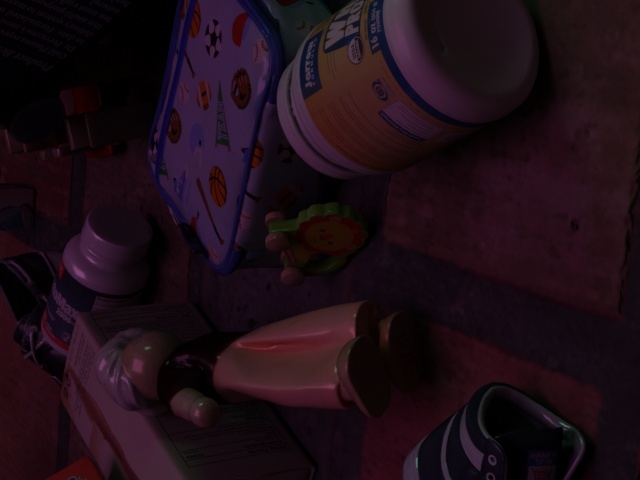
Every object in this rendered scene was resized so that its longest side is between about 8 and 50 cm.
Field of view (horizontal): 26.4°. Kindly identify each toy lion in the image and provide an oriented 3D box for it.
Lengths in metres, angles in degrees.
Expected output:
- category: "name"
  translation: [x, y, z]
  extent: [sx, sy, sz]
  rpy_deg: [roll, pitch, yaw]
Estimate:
- category: "toy lion"
  translation: [0.000, 0.000, 1.295]
  extent: [0.100, 0.096, 0.034]
  rpy_deg: [70, -164, -54]

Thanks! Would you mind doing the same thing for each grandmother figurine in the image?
- category: "grandmother figurine"
  translation: [-0.072, 0.115, 1.291]
  extent: [0.342, 0.208, 0.104]
  rpy_deg: [-5, 94, 35]

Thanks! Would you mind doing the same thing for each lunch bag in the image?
- category: "lunch bag"
  translation: [-0.083, -0.127, 1.360]
  extent: [0.243, 0.115, 0.303]
  rpy_deg: [54, 138, 38]

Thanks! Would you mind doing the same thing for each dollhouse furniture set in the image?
- category: "dollhouse furniture set"
  translation: [-0.303, -0.230, 1.714]
  extent: [0.262, 0.135, 0.259]
  rpy_deg: [2, 105, 56]

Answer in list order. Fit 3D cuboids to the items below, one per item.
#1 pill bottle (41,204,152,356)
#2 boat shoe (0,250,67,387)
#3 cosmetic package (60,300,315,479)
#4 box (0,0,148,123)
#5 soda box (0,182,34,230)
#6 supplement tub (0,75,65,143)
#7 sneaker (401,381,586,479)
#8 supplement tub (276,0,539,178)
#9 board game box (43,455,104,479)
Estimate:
- category: "pill bottle"
  translation: [-0.268, 0.050, 1.661]
  extent: [0.108, 0.108, 0.180]
  rpy_deg: [55, 134, 38]
- category: "boat shoe"
  translation: [-0.350, 0.125, 1.788]
  extent: [0.301, 0.102, 0.108]
  rpy_deg: [58, 136, 36]
- category: "cosmetic package"
  translation: [-0.151, 0.204, 1.462]
  extent: [0.296, 0.153, 0.129]
  rpy_deg: [49, 132, 45]
- category: "box"
  translation: [-0.363, -0.438, 1.401]
  extent: [0.472, 0.297, 0.479]
  rpy_deg: [-32, 61, 26]
- category: "soda box"
  translation: [-0.499, -0.045, 1.926]
  extent: [0.058, 0.183, 0.063]
  rpy_deg: [18, 108, 54]
- category: "supplement tub"
  translation: [-0.373, -0.203, 1.606]
  extent: [0.198, 0.106, 0.106]
  rpy_deg: [53, 133, 30]
- category: "sneaker"
  translation: [0.159, 0.245, 1.054]
  extent: [0.153, 0.099, 0.282]
  rpy_deg: [-57, 44, 43]
- category: "supplement tub"
  translation: [0.066, -0.138, 1.126]
  extent: [0.200, 0.144, 0.144]
  rpy_deg: [-27, 70, 53]
- category: "board game box"
  translation: [-0.174, 0.406, 1.436]
  extent: [0.242, 0.064, 0.316]
  rpy_deg: [48, 163, 42]
